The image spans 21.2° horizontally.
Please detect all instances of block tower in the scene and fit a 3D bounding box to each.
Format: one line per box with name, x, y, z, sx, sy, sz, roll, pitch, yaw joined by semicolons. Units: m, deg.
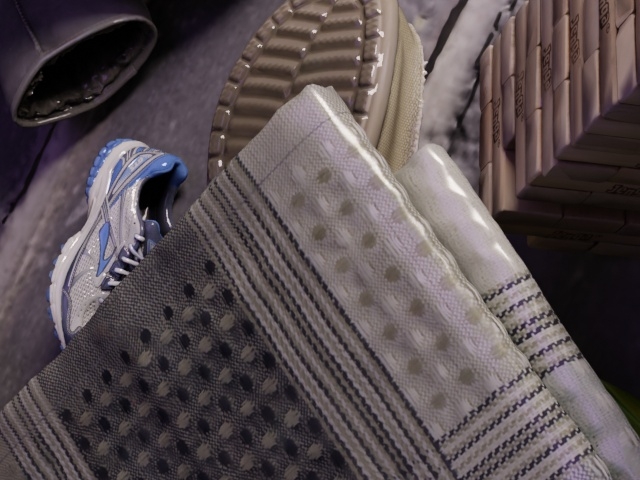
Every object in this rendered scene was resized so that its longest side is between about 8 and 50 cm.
block tower;0.147;-0.081;0.654;0.335;0.091;0.097;125;148;-69

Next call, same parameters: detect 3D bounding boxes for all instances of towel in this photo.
towel;0.004;0.137;0.753;0.312;0.056;0.324;-44;74;32

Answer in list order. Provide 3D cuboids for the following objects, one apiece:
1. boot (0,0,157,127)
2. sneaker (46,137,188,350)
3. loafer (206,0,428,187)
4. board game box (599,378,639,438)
boot;-0.207;-0.148;1.068;0.190;0.076;0.208;-36;61;18
sneaker;-0.111;0.007;0.965;0.058;0.052;0.135;7;78;33
loafer;0.000;0.000;0.859;0.102;0.092;0.268;6;80;36
board game box;0.155;0.153;0.724;0.092;0.043;0.181;-52;52;10
